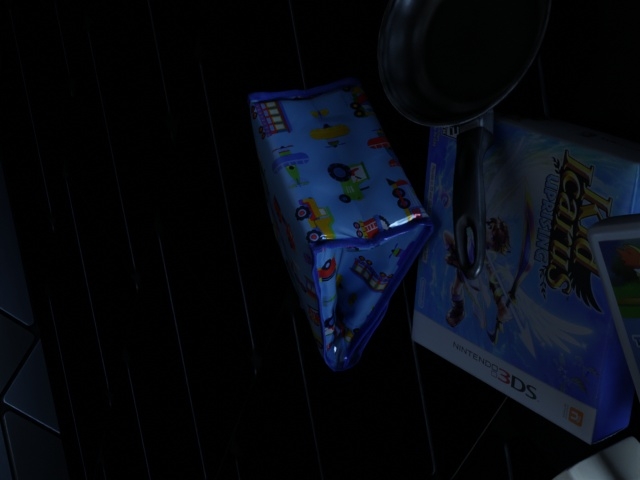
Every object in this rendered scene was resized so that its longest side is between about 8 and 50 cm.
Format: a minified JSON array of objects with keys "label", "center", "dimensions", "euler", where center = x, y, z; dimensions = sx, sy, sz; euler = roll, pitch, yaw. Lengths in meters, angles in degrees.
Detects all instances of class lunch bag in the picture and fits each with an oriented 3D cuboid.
[{"label":"lunch bag","center":[0.000,0.000,1.080],"dimensions":[0.293,0.138,0.221],"euler":[102,152,-52]}]

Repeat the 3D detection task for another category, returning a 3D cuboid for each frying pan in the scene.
[{"label":"frying pan","center":[0.154,-0.146,0.840],"dimensions":[0.197,0.053,0.326],"euler":[-41,54,31]}]

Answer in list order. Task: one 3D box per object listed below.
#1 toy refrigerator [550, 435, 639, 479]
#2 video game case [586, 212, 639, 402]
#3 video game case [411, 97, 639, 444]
[{"label":"toy refrigerator","center":[0.298,0.319,0.815],"dimensions":[0.269,0.102,0.094],"euler":[58,139,23]},{"label":"video game case","center":[0.346,0.114,0.611],"dimensions":[0.329,0.036,0.300],"euler":[-8,103,60]},{"label":"video game case","center":[0.197,0.018,0.894],"dimensions":[0.244,0.061,0.270],"euler":[27,122,47]}]
